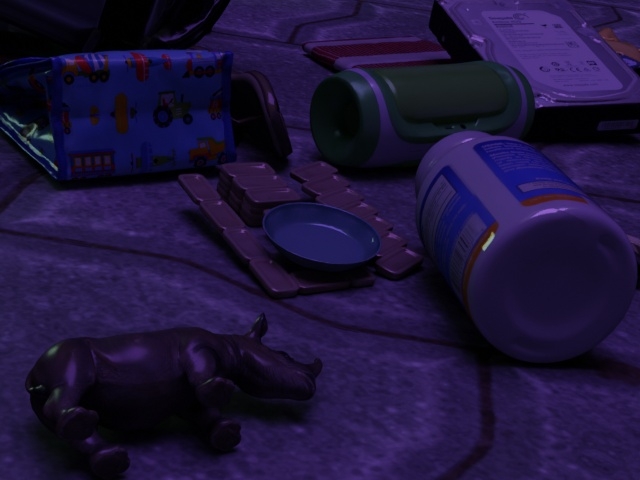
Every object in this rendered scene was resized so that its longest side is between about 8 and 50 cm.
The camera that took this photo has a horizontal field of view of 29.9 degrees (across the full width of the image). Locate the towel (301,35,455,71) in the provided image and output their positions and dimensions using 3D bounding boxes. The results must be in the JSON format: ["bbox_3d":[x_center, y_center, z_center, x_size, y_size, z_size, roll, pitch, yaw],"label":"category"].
[{"bbox_3d":[0.146,-0.275,1.935,0.237,0.037,0.329,-8,25,-29],"label":"towel"}]

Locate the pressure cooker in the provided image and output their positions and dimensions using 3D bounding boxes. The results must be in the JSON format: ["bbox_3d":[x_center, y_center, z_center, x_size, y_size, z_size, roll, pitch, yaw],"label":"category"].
[{"bbox_3d":[-0.313,-0.453,1.727,0.420,0.370,0.375,24,22,-5],"label":"pressure cooker"}]

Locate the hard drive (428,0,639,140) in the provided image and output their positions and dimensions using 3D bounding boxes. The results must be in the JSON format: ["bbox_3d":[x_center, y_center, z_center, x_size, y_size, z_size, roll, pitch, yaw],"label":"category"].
[{"bbox_3d":[0.334,-0.274,1.829,0.237,0.064,0.339,-4,39,-18],"label":"hard drive"}]

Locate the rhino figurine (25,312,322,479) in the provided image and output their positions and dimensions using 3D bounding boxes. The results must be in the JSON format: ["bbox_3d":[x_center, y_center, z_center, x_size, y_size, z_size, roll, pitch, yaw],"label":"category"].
[{"bbox_3d":[-0.098,0.102,0.875,0.243,0.073,0.106,-6,29,-35],"label":"rhino figurine"}]

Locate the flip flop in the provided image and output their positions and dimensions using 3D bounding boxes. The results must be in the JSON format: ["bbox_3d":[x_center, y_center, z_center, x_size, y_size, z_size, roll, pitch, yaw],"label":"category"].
[{"bbox_3d":[-0.121,-0.170,1.512,0.080,0.112,0.277,-32,40,-19],"label":"flip flop"}]

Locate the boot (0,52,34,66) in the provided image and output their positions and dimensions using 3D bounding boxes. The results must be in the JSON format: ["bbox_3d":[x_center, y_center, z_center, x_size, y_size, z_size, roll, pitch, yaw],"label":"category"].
[{"bbox_3d":[-0.458,-0.245,1.657,0.114,0.037,0.106,13,24,1],"label":"boot"}]

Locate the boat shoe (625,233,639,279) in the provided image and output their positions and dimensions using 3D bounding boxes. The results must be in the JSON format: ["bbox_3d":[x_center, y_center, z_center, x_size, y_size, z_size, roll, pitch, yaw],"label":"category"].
[{"bbox_3d":[0.272,0.005,1.258,0.152,0.056,0.049,12,17,9],"label":"boat shoe"}]

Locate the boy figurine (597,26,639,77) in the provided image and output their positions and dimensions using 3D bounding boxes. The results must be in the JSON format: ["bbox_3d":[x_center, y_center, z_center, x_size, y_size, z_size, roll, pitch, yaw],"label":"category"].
[{"bbox_3d":[0.481,-0.298,2.030,0.177,0.092,0.285,7,21,-1],"label":"boy figurine"}]

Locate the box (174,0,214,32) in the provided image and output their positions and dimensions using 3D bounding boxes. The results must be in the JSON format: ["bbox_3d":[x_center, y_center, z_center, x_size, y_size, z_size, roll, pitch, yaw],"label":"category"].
[{"bbox_3d":[-0.321,-0.554,2.089,0.179,0.312,0.343,-6,27,-31],"label":"box"}]

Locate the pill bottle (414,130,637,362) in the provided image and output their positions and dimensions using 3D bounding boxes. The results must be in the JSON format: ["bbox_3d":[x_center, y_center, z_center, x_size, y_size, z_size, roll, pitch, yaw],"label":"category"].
[{"bbox_3d":[0.177,-0.010,1.137,0.152,0.152,0.272,3,22,-12],"label":"pill bottle"}]

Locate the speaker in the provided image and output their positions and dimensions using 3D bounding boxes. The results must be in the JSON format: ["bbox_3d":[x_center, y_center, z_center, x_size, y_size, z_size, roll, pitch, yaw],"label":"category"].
[{"bbox_3d":[0.135,-0.164,1.536,0.296,0.131,0.131,-9,27,-36],"label":"speaker"}]

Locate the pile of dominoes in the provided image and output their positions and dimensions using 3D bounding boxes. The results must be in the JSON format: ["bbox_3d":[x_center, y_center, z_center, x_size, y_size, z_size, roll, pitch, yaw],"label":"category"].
[{"bbox_3d":[-0.022,-0.007,1.247,0.196,0.040,0.251,-5,34,-30],"label":"pile of dominoes"}]

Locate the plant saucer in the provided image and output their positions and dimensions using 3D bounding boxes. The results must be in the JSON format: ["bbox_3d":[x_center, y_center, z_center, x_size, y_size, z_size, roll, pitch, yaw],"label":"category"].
[{"bbox_3d":[0.000,0.000,1.176,0.119,0.021,0.119,9,28,-5],"label":"plant saucer"}]

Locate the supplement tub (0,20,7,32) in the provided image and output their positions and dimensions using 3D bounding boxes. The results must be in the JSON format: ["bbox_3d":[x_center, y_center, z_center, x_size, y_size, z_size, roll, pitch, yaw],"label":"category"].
[{"bbox_3d":[-0.539,-0.360,1.859,0.107,0.071,0.071,3,22,-13],"label":"supplement tub"}]

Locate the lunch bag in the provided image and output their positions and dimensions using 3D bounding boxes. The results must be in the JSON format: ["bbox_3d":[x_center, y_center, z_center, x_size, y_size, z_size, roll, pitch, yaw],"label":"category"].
[{"bbox_3d":[-0.267,-0.165,1.441,0.221,0.138,0.293,-8,15,-32],"label":"lunch bag"}]
